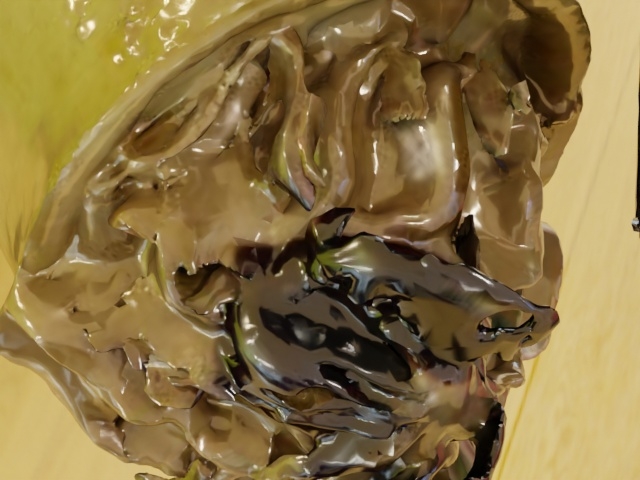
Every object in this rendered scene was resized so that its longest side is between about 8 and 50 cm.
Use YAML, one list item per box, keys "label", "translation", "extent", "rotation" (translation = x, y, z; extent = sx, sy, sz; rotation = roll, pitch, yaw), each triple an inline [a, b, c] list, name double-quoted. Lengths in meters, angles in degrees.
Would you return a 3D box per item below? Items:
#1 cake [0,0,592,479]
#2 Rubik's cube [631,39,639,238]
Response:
- label: "cake"
  translation: [0.008, -0.003, 0.844]
  extent: [0.332, 0.332, 0.321]
  rotation: [-25, 59, -12]
- label: "Rubik's cube"
  translation: [0.343, -0.144, 0.861]
  extent: [0.307, 0.305, 0.310]
  rotation: [7, 102, 28]
